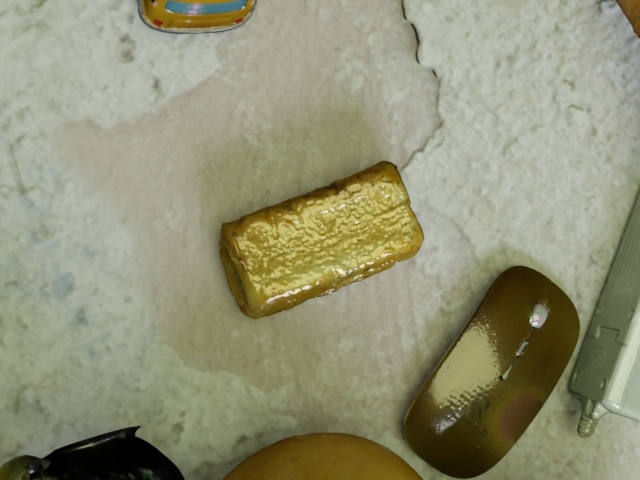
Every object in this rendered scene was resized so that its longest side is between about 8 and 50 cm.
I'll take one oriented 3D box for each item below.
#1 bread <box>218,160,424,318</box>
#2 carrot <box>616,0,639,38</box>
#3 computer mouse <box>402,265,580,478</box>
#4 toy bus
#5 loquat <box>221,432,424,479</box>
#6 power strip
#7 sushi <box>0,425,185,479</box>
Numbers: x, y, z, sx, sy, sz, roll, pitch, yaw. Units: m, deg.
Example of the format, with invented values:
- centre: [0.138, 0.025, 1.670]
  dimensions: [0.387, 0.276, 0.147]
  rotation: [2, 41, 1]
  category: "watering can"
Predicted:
- centre: [0.000, 0.000, 1.244]
  dimensions: [0.211, 0.083, 0.114]
  rotation: [-20, 90, -12]
  category: "bread"
- centre: [0.464, -0.190, 1.240]
  dimensions: [0.224, 0.224, 0.341]
  rotation: [-30, 78, -11]
  category: "carrot"
- centre: [0.189, 0.144, 1.307]
  dimensions: [0.126, 0.056, 0.245]
  rotation: [38, 82, -12]
  category: "computer mouse"
- centre: [-0.123, -0.317, 1.181]
  dimensions: [0.126, 0.136, 0.210]
  rotation: [-4, 91, -13]
  category: "toy bus"
- centre: [0.004, 0.319, 1.158]
  dimensions: [0.263, 0.263, 0.263]
  rotation: [0, 91, -13]
  category: "loquat"
- centre: [0.357, 0.063, 1.321]
  dimensions: [0.058, 0.098, 0.338]
  rotation: [23, 87, -15]
  category: "power strip"
- centre: [-0.258, 0.361, 1.037]
  dimensions: [0.285, 0.328, 0.328]
  rotation: [-6, 76, -56]
  category: "sushi"
